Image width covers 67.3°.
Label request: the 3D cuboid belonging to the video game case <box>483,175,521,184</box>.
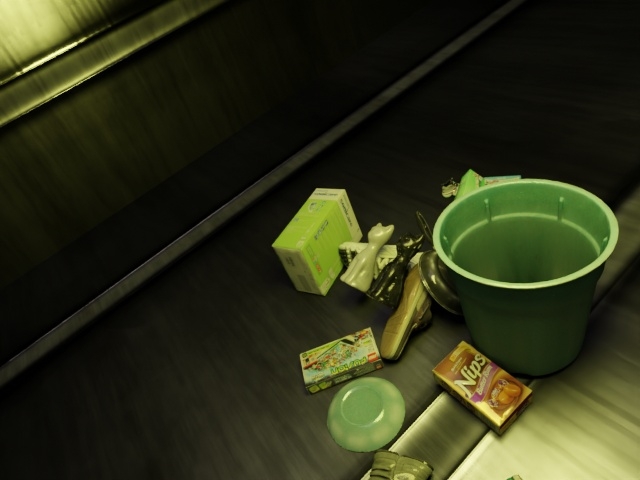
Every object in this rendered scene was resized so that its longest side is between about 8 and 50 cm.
[{"bbox_3d":[0.582,-0.153,1.561,0.119,0.015,0.166,0,43,29],"label":"video game case"}]

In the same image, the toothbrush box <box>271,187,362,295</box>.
[{"bbox_3d":[0.000,0.000,1.540,0.122,0.206,0.283,8,48,36],"label":"toothbrush box"}]

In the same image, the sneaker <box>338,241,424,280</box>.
[{"bbox_3d":[0.190,0.058,1.462,0.291,0.110,0.118,17,45,31],"label":"sneaker"}]

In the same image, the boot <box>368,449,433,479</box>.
[{"bbox_3d":[0.188,0.504,0.937,0.246,0.084,0.161,8,42,34],"label":"boot"}]

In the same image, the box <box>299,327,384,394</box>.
[{"bbox_3d":[0.054,0.316,1.268,0.206,0.036,0.114,-22,37,3],"label":"box"}]

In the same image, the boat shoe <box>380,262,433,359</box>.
[{"bbox_3d":[0.247,0.191,1.265,0.285,0.092,0.103,-63,11,-24],"label":"boat shoe"}]

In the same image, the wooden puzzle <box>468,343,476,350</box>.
[{"bbox_3d":[0.357,0.288,1.153,0.116,0.014,0.078,-38,39,-18],"label":"wooden puzzle"}]

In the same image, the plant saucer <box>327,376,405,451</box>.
[{"bbox_3d":[0.102,0.400,1.142,0.194,0.038,0.195,-15,39,13],"label":"plant saucer"}]

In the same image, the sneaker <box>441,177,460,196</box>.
[{"bbox_3d":[0.457,-0.186,1.624,0.098,0.069,0.038,-14,39,13],"label":"sneaker"}]

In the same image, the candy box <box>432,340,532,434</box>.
[{"bbox_3d":[0.355,0.322,1.068,0.109,0.053,0.186,-38,44,-17],"label":"candy box"}]

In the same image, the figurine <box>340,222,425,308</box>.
[{"bbox_3d":[0.171,0.054,1.315,0.214,0.092,0.210,25,86,57],"label":"figurine"}]

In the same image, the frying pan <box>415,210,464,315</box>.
[{"bbox_3d":[0.348,0.058,1.304,0.053,0.197,0.326,-46,22,40],"label":"frying pan"}]

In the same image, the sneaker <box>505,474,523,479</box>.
[{"bbox_3d":[0.338,0.533,0.802,0.109,0.107,0.275,-18,36,24],"label":"sneaker"}]

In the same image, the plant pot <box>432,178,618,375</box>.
[{"bbox_3d":[0.446,0.097,1.060,0.340,0.334,0.341,-14,37,10],"label":"plant pot"}]

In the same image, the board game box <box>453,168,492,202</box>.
[{"bbox_3d":[0.462,-0.037,1.349,0.213,0.046,0.317,33,52,-3],"label":"board game box"}]
